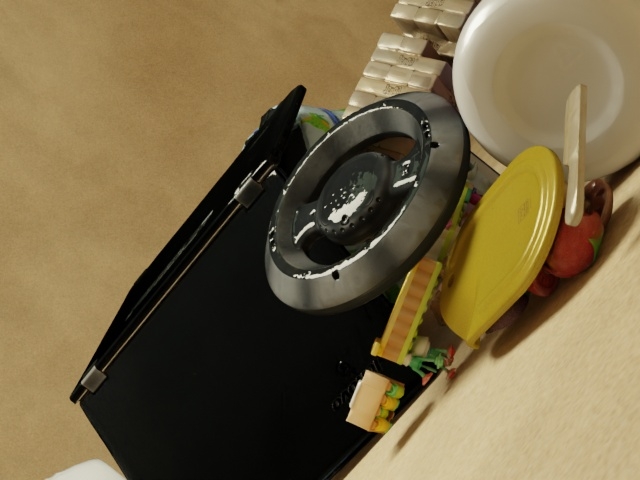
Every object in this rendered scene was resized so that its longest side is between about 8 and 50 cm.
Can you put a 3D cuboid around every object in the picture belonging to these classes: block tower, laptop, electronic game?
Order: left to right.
[{"bbox_3d":[-0.073,0.092,1.256,0.382,0.236,0.408,-48,12,23],"label":"laptop"},{"bbox_3d":[0.037,-0.036,0.992,0.229,0.048,0.229,-31,39,29],"label":"electronic game"},{"bbox_3d":[0.115,-0.181,1.129,0.091,0.097,0.335,39,-105,-51],"label":"block tower"}]

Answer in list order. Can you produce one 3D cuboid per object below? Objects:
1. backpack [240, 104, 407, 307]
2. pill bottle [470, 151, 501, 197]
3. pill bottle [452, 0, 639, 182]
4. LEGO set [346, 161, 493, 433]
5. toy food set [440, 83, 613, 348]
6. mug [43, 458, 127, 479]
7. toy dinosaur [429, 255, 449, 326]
[{"bbox_3d":[0.000,0.000,1.422,0.273,0.355,0.290,-13,-18,-30],"label":"backpack"},{"bbox_3d":[0.132,-0.056,1.243,0.112,0.187,0.112,-51,0,-1],"label":"pill bottle"},{"bbox_3d":[0.240,-0.188,1.015,0.181,0.181,0.323,-51,0,33],"label":"pill bottle"},{"bbox_3d":[0.122,0.045,0.987,0.132,0.107,0.287,107,-174,-56],"label":"LEGO set"},{"bbox_3d":[0.168,0.003,0.844,0.218,0.071,0.128,125,158,-49],"label":"toy food set"},{"bbox_3d":[-0.328,0.448,1.400,0.328,0.276,0.374,-50,-4,-18],"label":"mug"},{"bbox_3d":[0.136,-0.008,1.139,0.064,0.112,0.211,-31,46,28],"label":"toy dinosaur"}]
